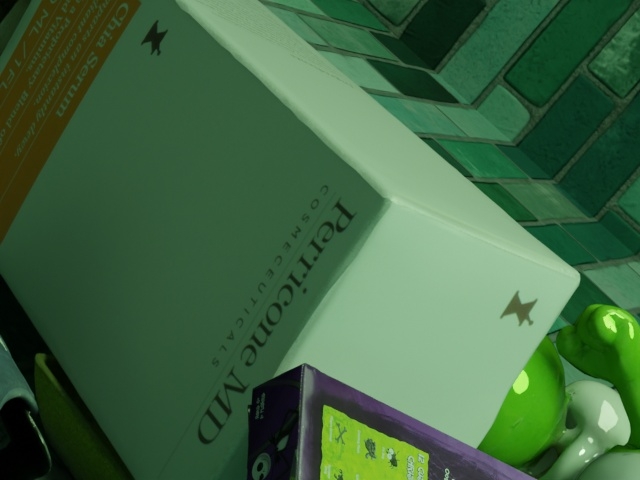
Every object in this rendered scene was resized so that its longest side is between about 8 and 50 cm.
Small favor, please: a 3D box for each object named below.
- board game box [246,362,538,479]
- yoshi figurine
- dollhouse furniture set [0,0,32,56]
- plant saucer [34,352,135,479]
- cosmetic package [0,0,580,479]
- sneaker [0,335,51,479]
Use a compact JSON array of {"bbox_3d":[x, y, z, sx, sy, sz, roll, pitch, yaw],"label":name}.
[{"bbox_3d":[0.045,0.252,0.853,0.208,0.056,0.347,26,50,-31],"label":"board game box"},{"bbox_3d":[0.167,0.151,1.130,0.203,0.203,0.362,-17,24,-21],"label":"yoshi figurine"},{"bbox_3d":[-0.331,-0.189,1.287,0.242,0.161,0.212,34,16,-22],"label":"dollhouse furniture set"},{"bbox_3d":[-0.086,0.158,1.114,0.188,0.045,0.188,48,17,28],"label":"plant saucer"},{"bbox_3d":[-0.067,-0.013,1.125,0.161,0.230,0.453,23,14,-39],"label":"cosmetic package"},{"bbox_3d":[-0.213,0.068,0.946,0.148,0.131,0.350,42,19,-22],"label":"sneaker"}]
